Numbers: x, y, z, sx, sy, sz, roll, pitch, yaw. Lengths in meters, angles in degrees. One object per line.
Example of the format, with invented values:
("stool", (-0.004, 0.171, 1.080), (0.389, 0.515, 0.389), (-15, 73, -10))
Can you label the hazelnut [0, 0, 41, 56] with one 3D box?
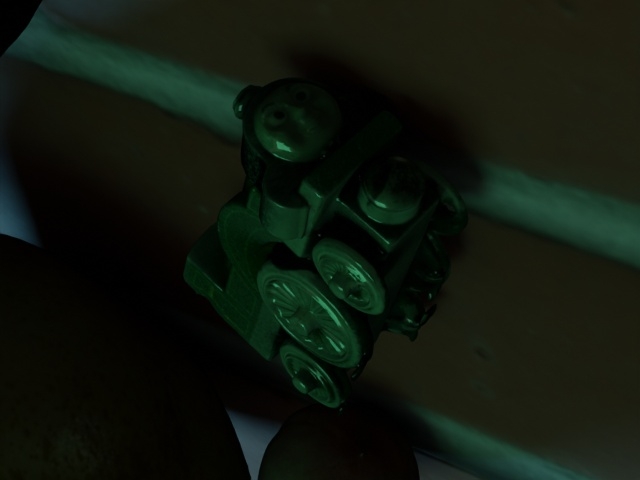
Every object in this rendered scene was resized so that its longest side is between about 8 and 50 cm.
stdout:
("hazelnut", (-0.180, -0.141, 0.668), (0.201, 0.160, 0.170), (51, -170, -2))

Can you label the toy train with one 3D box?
("toy train", (0.000, 0.000, 0.796), (0.104, 0.071, 0.178), (43, 156, 12))

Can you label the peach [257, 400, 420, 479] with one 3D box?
("peach", (0.011, 0.118, 0.955), (0.083, 0.083, 0.083), (28, 152, 17))

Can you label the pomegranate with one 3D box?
("pomegranate", (-0.178, 0.144, 0.990), (0.319, 0.319, 0.319), (28, 152, 17))
